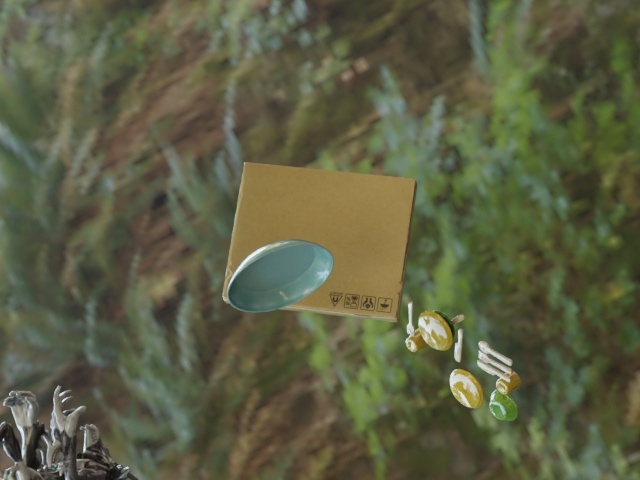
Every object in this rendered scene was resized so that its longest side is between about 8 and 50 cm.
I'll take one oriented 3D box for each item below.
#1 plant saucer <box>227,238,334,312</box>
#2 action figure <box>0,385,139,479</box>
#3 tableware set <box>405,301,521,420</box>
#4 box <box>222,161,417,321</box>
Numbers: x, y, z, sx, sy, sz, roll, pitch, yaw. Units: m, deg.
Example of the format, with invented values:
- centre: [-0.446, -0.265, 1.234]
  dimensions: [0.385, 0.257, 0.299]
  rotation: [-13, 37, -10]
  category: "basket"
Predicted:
- centre: [-0.045, 0.033, 1.832]
  dimensions: [0.021, 0.119, 0.119]
  rotation: [67, -172, 30]
  category: "plant saucer"
- centre: [-0.322, 0.235, 1.989]
  dimensions: [0.276, 0.164, 0.141]
  rotation: [13, -108, -40]
  category: "action figure"
- centre: [0.154, 0.130, 1.880]
  dimensions: [0.154, 0.024, 0.104]
  rotation: [29, 135, 34]
  category: "tableware set"
- centre: [0.000, 0.000, 1.957]
  dimensions: [0.021, 0.201, 0.164]
  rotation: [55, -138, -73]
  category: "box"
